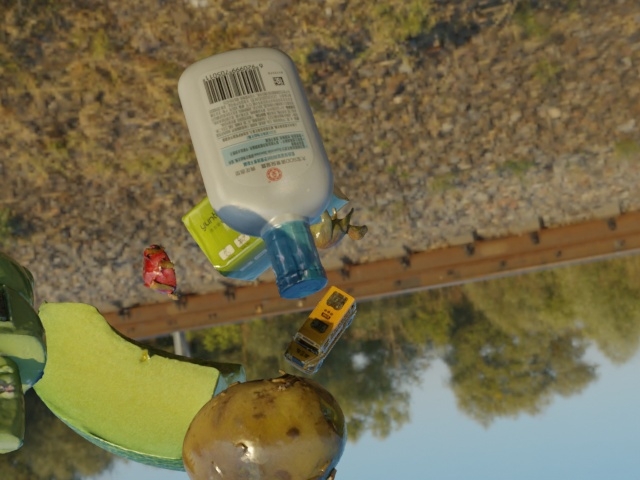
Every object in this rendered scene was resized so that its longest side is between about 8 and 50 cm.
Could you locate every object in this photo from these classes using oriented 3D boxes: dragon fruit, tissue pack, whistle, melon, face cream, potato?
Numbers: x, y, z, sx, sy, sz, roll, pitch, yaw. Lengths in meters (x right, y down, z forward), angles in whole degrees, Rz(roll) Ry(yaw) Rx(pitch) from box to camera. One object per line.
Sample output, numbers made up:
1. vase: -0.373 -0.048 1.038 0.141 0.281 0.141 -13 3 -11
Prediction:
1. dragon fruit: -0.375 0.074 1.916 0.068 0.126 0.112 -17 -162 -26
2. tissue pack: -0.108 -0.064 1.721 0.274 0.167 0.200 -38 165 9
3. whistle: -0.263 0.078 0.657 0.105 0.227 0.085 9 120 -34
4. melon: -0.297 0.223 1.344 0.343 0.226 0.331 10 -166 13
5. face cream: -0.067 -0.089 1.066 0.163 0.337 0.080 -14 158 -12
6. potato: -0.060 0.203 0.822 0.176 0.137 0.137 -40 160 20

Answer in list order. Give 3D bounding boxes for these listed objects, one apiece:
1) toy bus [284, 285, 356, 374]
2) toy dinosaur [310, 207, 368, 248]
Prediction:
1. toy bus: 0.001 0.167 1.575 0.069 0.162 0.074 31 154 14
2. toy dinosaur: 0.000 0.000 1.319 0.126 0.162 0.039 45 155 -27
